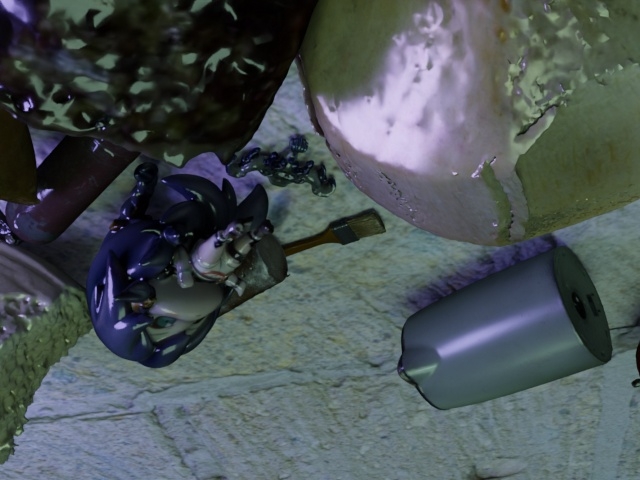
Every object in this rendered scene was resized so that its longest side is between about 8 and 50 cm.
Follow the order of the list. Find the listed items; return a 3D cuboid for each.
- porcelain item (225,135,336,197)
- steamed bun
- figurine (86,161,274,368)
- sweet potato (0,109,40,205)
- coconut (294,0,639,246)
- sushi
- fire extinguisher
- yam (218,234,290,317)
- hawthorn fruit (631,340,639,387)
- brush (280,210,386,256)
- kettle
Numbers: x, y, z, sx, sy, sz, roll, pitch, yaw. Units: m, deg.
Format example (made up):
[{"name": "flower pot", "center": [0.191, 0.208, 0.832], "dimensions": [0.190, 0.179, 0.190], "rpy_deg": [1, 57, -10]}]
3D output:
[{"name": "porcelain item", "center": [-0.035, -0.091, 1.114], "dimensions": [0.136, 0.021, 0.075], "rpy_deg": [11, 136, -22]}, {"name": "steamed bun", "center": [-0.414, 0.121, 1.199], "dimensions": [0.272, 0.273, 0.290], "rpy_deg": [-35, 164, -34]}, {"name": "figurine", "center": [-0.165, 0.026, 1.116], "dimensions": [0.175, 0.197, 0.265], "rpy_deg": [24, 114, -32]}, {"name": "sweet potato", "center": [-0.364, -0.155, 0.895], "dimensions": [0.158, 0.157, 0.369], "rpy_deg": [-3, 136, -2]}, {"name": "coconut", "center": [0.150, -0.165, 0.800], "dimensions": [0.353, 0.352, 0.352], "rpy_deg": [-3, 143, -3]}, {"name": "sushi", "center": [-0.131, -0.244, 0.676], "dimensions": [0.299, 0.281, 0.294], "rpy_deg": [17, 133, -12]}, {"name": "fire extinguisher", "center": [-0.290, -0.067, 1.081], "dimensions": [0.089, 0.072, 0.268], "rpy_deg": [48, 126, -6]}, {"name": "yam", "center": [-0.112, 0.049, 1.243], "dimensions": [0.141, 0.079, 0.079], "rpy_deg": [-29, 137, 24]}, {"name": "hawthorn fruit", "center": [0.554, 0.167, 1.390], "dimensions": [0.224, 0.224, 0.261], "rpy_deg": [20, 157, -29]}, {"name": "brush", "center": [0.000, 0.000, 1.246], "dimensions": [0.170, 0.014, 0.043], "rpy_deg": [-18, 140, 18]}, {"name": "kettle", "center": [0.258, 0.131, 1.347], "dimensions": [0.255, 0.165, 0.240], "rpy_deg": [-28, 166, 28]}]
